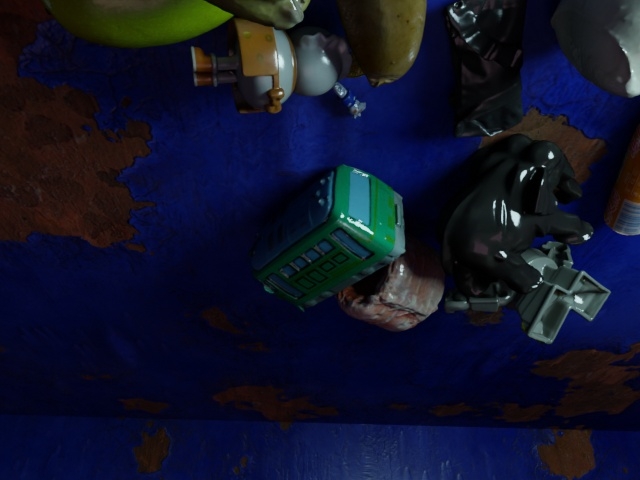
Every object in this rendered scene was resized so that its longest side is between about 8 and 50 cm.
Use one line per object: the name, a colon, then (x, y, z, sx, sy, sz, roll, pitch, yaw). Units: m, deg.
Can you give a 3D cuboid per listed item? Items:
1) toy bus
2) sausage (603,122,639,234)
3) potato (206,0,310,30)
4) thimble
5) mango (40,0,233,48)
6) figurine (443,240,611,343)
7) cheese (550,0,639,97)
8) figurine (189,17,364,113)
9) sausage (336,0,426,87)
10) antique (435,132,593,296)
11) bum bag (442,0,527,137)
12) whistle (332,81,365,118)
toy bus: (0.000, 0.000, 1.014, 0.199, 0.183, 0.343, 29, 134, -28)
sausage: (0.620, -0.137, 0.898, 0.093, 0.093, 0.312, -8, 143, 12)
potato: (-0.128, -0.352, 0.433, 0.351, 0.202, 0.218, 44, 156, -22)
thimble: (0.155, 0.084, 1.089, 0.162, 0.239, 0.239, 26, 136, -31)
mango: (-0.209, -0.340, 0.600, 0.293, 0.143, 0.175, -12, 135, 0)
figurine: (0.452, 0.092, 1.077, 0.343, 0.285, 0.167, -2, 109, -25)
cheese: (0.409, -0.299, 0.605, 0.189, 0.198, 0.154, -36, 128, 27)
figurine: (-0.052, -0.255, 0.704, 0.271, 0.143, 0.143, 7, 143, -11)
sausage: (0.039, -0.393, 0.521, 0.136, 0.123, 0.500, -39, 139, -5)
antique: (0.365, -0.041, 0.920, 0.322, 0.185, 0.255, -42, 124, 1)
bum bag: (0.261, -0.267, 0.751, 0.123, 0.060, 0.248, -9, 142, 14)
whistle: (0.048, -0.243, 0.815, 0.033, 0.029, 0.083, -52, 134, 4)
